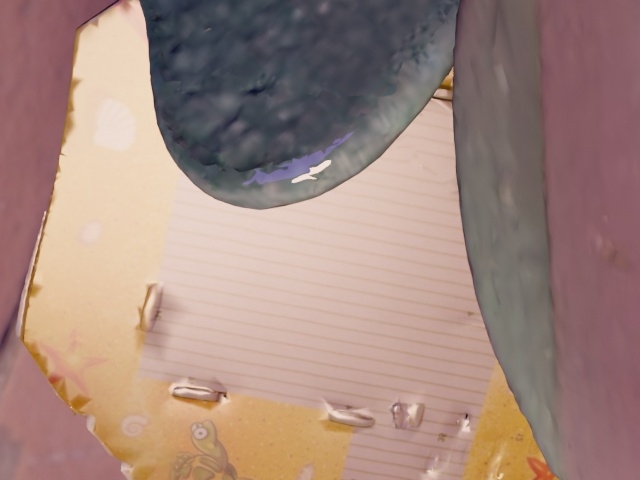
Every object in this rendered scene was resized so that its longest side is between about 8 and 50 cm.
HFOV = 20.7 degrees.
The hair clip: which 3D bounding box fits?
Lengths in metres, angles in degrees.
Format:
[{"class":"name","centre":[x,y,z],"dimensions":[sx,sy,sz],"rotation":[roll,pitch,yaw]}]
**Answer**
[{"class":"hair clip","centre":[0.012,-0.267,0.496],"dimensions":[0.392,0.238,0.318],"rotation":[-39,54,-7]}]

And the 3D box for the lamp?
[{"class":"lamp","centre":[0.184,-0.034,0.442],"dimensions":[0.247,0.301,0.247],"rotation":[-150,51,-68]}]

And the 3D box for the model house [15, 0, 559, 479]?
[{"class":"model house","centre":[0.000,0.000,0.648],"dimensions":[0.207,0.136,0.219],"rotation":[8,111,-7]}]
